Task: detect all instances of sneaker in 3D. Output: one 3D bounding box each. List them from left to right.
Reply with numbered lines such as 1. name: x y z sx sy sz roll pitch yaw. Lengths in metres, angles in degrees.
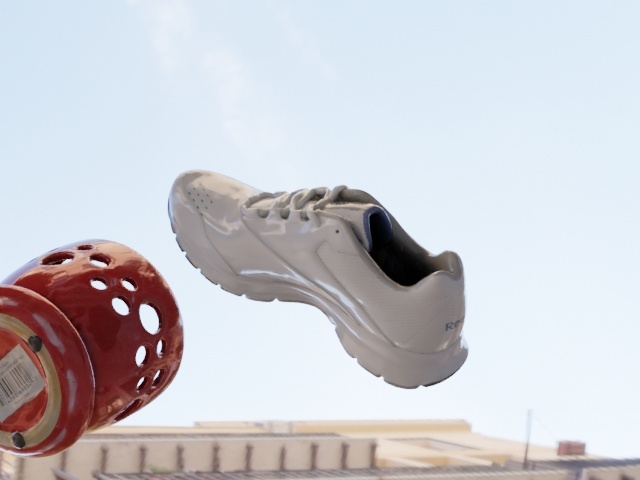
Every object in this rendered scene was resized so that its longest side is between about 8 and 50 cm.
1. sneaker: 0.000 0.000 0.787 0.111 0.297 0.129 -47 -26 -41

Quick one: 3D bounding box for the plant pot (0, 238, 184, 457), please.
1. plant pot: -0.258 0.105 0.932 0.174 0.191 0.191 -26 -77 -63
